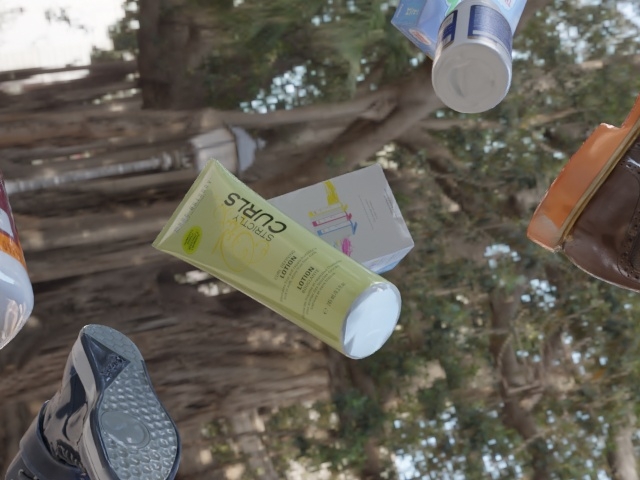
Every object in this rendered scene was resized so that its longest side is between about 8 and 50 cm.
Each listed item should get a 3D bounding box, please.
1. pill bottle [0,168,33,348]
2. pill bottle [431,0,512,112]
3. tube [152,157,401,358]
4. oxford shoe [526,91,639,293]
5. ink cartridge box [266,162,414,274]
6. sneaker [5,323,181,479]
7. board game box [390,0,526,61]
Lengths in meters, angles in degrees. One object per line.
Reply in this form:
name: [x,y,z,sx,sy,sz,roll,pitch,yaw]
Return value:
pill bottle: [-0.422,-0.079,0.898,0.224,0.224,0.392,111,-39,-57]
pill bottle: [0.135,-0.168,0.840,0.120,0.067,0.067,-74,171,-52]
tube: [-0.043,0.012,0.747,0.240,0.070,0.062,31,-46,41]
oxford shoe: [0.354,-0.102,0.911,0.133,0.363,0.130,37,-12,19]
ink cartridge box: [0.000,0.000,0.927,0.092,0.143,0.089,121,-52,-71]
sneaker: [-0.202,0.197,0.829,0.163,0.086,0.226,-58,-151,13]
board game box: [0.165,-0.282,0.994,0.039,0.160,0.211,19,-96,41]
